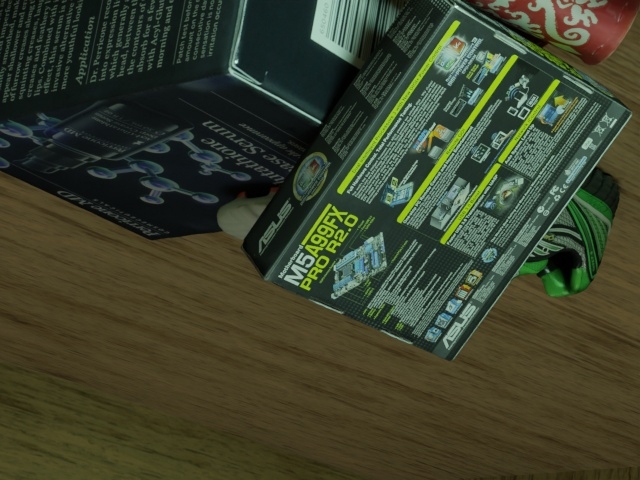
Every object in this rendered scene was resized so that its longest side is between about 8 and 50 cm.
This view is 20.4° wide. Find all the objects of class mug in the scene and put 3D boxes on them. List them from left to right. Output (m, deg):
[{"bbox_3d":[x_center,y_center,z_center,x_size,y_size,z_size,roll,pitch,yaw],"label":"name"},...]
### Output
[{"bbox_3d":[0.160,-0.211,1.457,0.169,0.113,0.150,19,124,-16],"label":"mug"}]

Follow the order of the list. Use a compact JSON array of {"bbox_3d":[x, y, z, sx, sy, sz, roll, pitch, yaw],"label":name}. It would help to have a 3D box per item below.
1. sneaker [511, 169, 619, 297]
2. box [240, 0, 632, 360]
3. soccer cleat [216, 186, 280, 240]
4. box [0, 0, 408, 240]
[{"bbox_3d":[0.198,-0.039,1.922,0.344,0.146,0.134,24,157,-35],"label":"sneaker"},{"bbox_3d":[0.097,-0.051,1.461,0.216,0.270,0.060,25,-163,-34],"label":"box"},{"bbox_3d":[0.000,0.000,1.575,0.196,0.076,0.068,5,162,11],"label":"soccer cleat"},{"bbox_3d":[-0.105,-0.159,1.606,0.395,0.212,0.293,-7,156,42],"label":"box"}]
